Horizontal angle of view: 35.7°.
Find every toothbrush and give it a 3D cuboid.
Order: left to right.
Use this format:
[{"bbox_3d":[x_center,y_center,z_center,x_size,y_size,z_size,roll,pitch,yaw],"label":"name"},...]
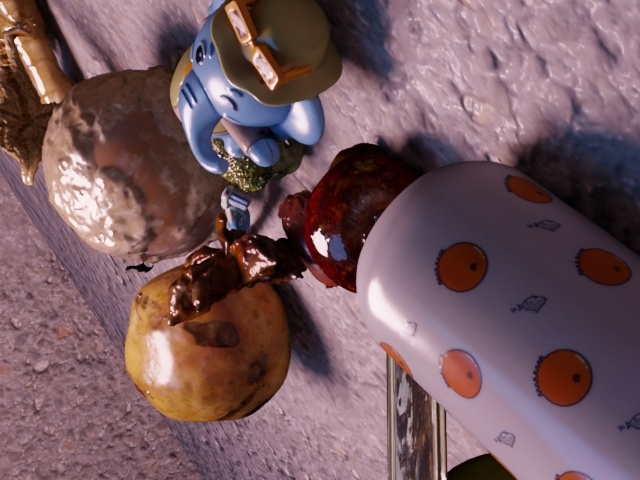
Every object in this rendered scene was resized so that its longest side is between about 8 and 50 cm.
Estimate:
[{"bbox_3d":[-0.116,-0.031,1.385,0.040,0.040,0.386,52,172,3],"label":"toothbrush"}]

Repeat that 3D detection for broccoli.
[{"bbox_3d":[-0.078,-0.120,1.212,0.120,0.130,0.131,23,160,-34],"label":"broccoli"}]

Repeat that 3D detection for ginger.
[{"bbox_3d":[-0.515,-0.353,1.708,0.363,0.122,0.348,64,166,-1],"label":"ginger"}]

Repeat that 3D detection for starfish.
[{"bbox_3d":[-0.445,-0.198,1.535,0.327,0.375,0.094,55,133,25],"label":"starfish"}]

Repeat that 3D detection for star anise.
[{"bbox_3d":[-0.110,0.032,1.290,0.212,0.196,0.111,-28,80,32],"label":"star anise"}]

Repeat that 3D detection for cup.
[{"bbox_3d":[0.188,0.082,0.842,0.317,0.212,0.212,41,155,28],"label":"cup"}]

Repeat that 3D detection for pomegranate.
[{"bbox_3d":[-0.178,0.160,1.621,0.281,0.281,0.281,42,156,24],"label":"pomegranate"}]

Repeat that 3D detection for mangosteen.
[{"bbox_3d":[0.060,-0.019,1.067,0.145,0.156,0.181,23,-177,7],"label":"mangosteen"}]

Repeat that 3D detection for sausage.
[{"bbox_3d":[0.000,0.000,1.279,0.141,0.076,0.076,56,158,-9],"label":"sausage"}]

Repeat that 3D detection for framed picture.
[{"bbox_3d":[0.113,0.241,1.226,0.232,0.019,0.296,118,155,-65],"label":"framed picture"}]

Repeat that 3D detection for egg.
[{"bbox_3d":[-0.248,-0.102,1.376,0.279,0.279,0.310,41,173,28],"label":"egg"}]

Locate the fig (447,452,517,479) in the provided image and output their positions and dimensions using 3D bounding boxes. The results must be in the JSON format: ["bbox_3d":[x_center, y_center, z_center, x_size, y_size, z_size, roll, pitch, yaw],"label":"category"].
[{"bbox_3d":[0.219,0.344,1.172,0.207,0.207,0.230,36,160,35],"label":"fig"}]

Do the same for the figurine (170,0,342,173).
[{"bbox_3d":[-0.073,-0.165,1.047,0.262,0.153,0.180,124,141,-55],"label":"figurine"}]
